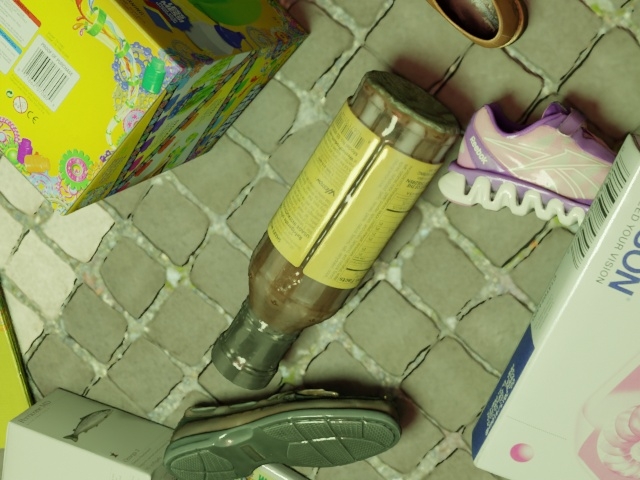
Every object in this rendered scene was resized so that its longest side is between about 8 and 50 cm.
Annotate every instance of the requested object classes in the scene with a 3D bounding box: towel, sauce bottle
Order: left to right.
[{"bbox_3d":[-0.398,0.136,1.301,0.102,0.021,0.237,-7,103,28],"label":"towel"},{"bbox_3d":[0.000,0.000,1.061,0.111,0.111,0.344,38,114,7],"label":"sauce bottle"}]

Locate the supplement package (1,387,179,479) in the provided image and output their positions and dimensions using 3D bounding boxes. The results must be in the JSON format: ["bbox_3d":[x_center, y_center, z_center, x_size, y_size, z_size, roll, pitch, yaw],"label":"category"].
[{"bbox_3d":[-0.253,0.256,1.232,0.179,0.105,0.105,16,110,15],"label":"supplement package"}]

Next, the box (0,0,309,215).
[{"bbox_3d":[-0.210,-0.211,0.987,0.290,0.279,0.177,45,115,3],"label":"box"}]

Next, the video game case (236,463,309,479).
[{"bbox_3d":[-0.032,0.356,1.222,0.212,0.023,0.193,29,113,11],"label":"video game case"}]

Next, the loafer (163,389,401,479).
[{"bbox_3d":[-0.043,0.188,1.148,0.267,0.084,0.096,-14,133,20],"label":"loafer"}]

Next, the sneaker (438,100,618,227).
[{"bbox_3d":[0.226,-0.067,0.972,0.236,0.095,0.105,13,101,18],"label":"sneaker"}]

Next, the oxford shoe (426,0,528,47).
[{"bbox_3d":[0.099,-0.256,0.972,0.212,0.076,0.076,45,117,5],"label":"oxford shoe"}]

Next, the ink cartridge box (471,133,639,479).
[{"bbox_3d":[0.342,0.112,0.930,0.330,0.071,0.324,20,116,-3],"label":"ink cartridge box"}]
